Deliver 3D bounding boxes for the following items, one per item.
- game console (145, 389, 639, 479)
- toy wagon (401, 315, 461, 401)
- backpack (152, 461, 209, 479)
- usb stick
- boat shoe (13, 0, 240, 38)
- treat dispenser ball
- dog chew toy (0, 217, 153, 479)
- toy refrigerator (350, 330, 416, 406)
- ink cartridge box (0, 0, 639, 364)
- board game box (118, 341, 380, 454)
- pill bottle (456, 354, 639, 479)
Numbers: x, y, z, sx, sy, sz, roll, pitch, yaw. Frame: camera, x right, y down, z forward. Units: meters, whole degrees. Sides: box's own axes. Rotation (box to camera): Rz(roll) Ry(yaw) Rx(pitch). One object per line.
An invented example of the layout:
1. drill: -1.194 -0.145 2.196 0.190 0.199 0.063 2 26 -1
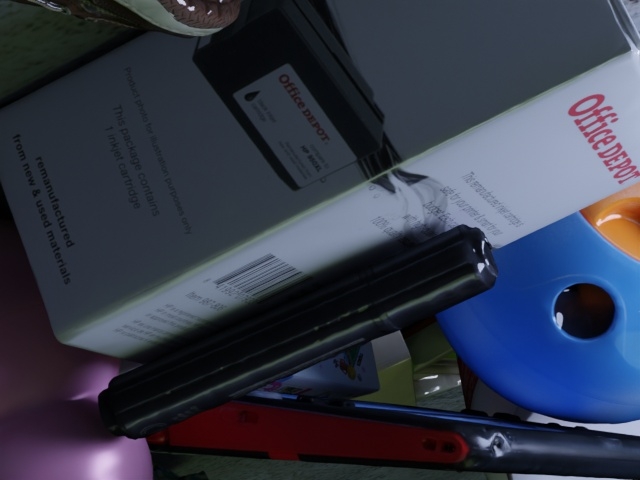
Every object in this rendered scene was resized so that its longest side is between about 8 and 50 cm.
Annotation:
1. game console: 0.085 0.151 1.399 0.342 0.060 0.386 -3 171 40
2. toy wagon: 0.153 0.142 2.167 0.344 0.068 0.267 -31 161 24
3. backpack: -0.208 0.377 2.059 0.273 0.290 0.355 -1 156 21
4. usb stick: -0.013 0.062 1.171 0.278 0.045 0.077 -24 171 9
5. boat shoe: -0.136 -0.155 0.876 0.095 0.095 0.257 -16 161 24
6. treat dispenser ball: 0.227 0.008 1.476 0.288 0.288 0.288 -21 163 -7
7. dog chew toy: -0.211 0.155 1.252 0.206 0.332 0.206 -23 169 -5
8. toy refrigerator: 0.047 0.126 1.918 0.094 0.102 0.269 -23 162 -2
9. ink cartridge box: 0.025 -0.068 1.190 0.395 0.166 0.285 -26 164 12
10. board game box: -0.126 0.105 1.536 0.224 0.098 0.303 -22 158 30
11. pill bottle: 0.257 0.150 1.780 0.229 0.229 0.408 -26 -167 8
